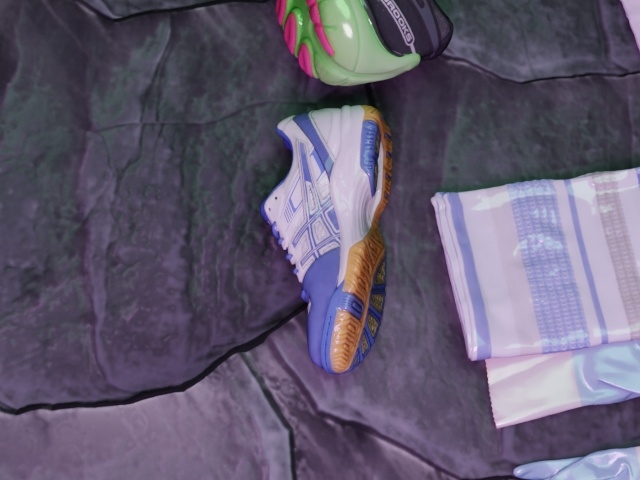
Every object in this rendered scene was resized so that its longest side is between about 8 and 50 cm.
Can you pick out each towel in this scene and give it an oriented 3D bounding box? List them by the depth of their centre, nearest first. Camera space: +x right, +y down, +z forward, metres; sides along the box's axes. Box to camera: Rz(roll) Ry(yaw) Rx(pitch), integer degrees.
[{"bbox_3d":[0.273,0.018,1.719,0.285,0.034,0.209,-8,61,-3],"label":"towel"}]

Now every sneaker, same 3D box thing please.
[{"bbox_3d":[0.000,0.000,1.713,0.131,0.112,0.296,0,68,16],"label":"sneaker"},{"bbox_3d":[0.032,-0.395,1.825,0.202,0.185,0.482,-4,73,-23],"label":"sneaker"}]

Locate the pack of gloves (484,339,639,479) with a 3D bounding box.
[{"bbox_3d":[0.301,0.200,1.682,0.232,0.046,0.195,-9,70,6],"label":"pack of gloves"}]

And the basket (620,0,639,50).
[{"bbox_3d":[0.506,-0.275,1.699,0.266,0.331,0.328,-16,72,-10],"label":"basket"}]
